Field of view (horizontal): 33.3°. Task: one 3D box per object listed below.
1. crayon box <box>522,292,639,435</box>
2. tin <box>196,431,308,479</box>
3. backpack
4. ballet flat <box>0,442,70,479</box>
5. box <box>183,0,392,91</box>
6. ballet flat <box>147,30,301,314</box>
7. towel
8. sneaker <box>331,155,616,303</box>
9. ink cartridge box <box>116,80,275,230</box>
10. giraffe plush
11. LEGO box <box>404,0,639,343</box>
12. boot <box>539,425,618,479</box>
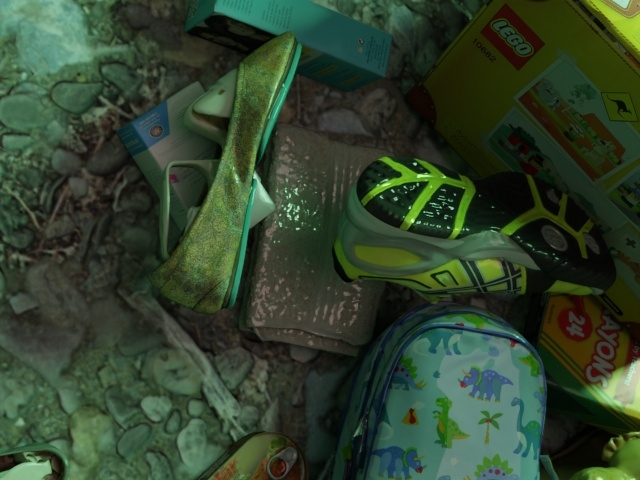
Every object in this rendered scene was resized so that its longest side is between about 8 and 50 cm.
[{"bbox_3d":[0.442,0.170,1.500,0.318,0.081,0.202,21,62,-5],"label":"crayon box"},{"bbox_3d":[-0.097,0.309,1.285,0.189,0.040,0.106,-40,108,-27],"label":"tin"},{"bbox_3d":[0.151,0.255,1.320,0.290,0.273,0.356,12,63,1],"label":"backpack"},{"bbox_3d":[-0.367,0.256,1.119,0.213,0.068,0.072,-10,90,-30],"label":"ballet flat"},{"bbox_3d":[-0.039,-0.259,1.341,0.244,0.100,0.060,16,78,-27],"label":"box"},{"bbox_3d":[-0.113,-0.093,1.208,0.123,0.123,0.349,21,76,-26],"label":"ballet flat"},{"bbox_3d":[0.000,0.000,1.366,0.187,0.049,0.282,13,78,-29],"label":"towel"},{"bbox_3d":[0.186,0.004,1.295,0.384,0.147,0.145,14,45,-24],"label":"sneaker"},{"bbox_3d":[-0.147,-0.084,1.283,0.104,0.061,0.181,-37,103,-27],"label":"ink cartridge box"},{"bbox_3d":[0.388,0.326,1.378,0.170,0.181,0.210,-27,108,-21],"label":"giraffe plush"},{"bbox_3d":[0.396,-0.136,1.346,0.500,0.372,0.193,47,63,1],"label":"LEGO box"},{"bbox_3d":[0.351,0.357,1.490,0.305,0.115,0.112,-33,103,-27],"label":"boot"}]
